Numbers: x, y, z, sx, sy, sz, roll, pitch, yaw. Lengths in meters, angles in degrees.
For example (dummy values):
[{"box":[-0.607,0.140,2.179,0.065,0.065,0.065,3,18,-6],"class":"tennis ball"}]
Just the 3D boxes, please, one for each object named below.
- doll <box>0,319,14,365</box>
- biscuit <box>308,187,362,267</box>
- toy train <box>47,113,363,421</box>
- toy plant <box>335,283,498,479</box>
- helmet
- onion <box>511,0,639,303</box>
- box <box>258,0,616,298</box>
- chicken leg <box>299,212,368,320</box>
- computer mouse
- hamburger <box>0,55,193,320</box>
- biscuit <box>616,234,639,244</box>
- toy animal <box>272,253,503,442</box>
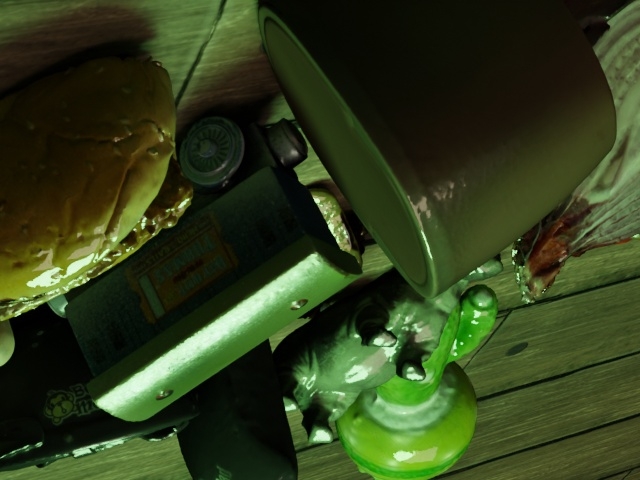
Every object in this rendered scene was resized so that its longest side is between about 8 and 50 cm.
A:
[{"box":[-0.414,0.094,1.825,0.154,0.119,0.278,-38,145,20],"class":"doll"},{"box":[0.000,0.000,2.103,0.071,0.018,0.147,-25,131,0],"class":"biscuit"},{"box":[-0.122,0.021,1.855,0.299,0.202,0.131,-34,154,15],"class":"toy train"},{"box":[0.116,0.156,2.439,0.224,0.184,0.316,-20,146,-14],"class":"toy plant"},{"box":[-0.268,0.149,2.005,0.278,0.160,0.230,-9,176,-21],"class":"helmet"},{"box":[0.253,-0.108,1.941,0.349,0.159,0.267,-47,127,-12],"class":"onion"},{"box":[0.108,-0.126,1.706,0.216,0.301,0.301,-30,157,-6],"class":"box"},{"box":[-0.003,0.050,2.233,0.106,0.051,0.253,-25,160,-20],"class":"chicken leg"},{"box":[-0.107,0.184,2.117,0.100,0.269,0.170,-5,159,-24],"class":"computer mouse"},{"box":[-0.236,-0.033,1.682,0.155,0.245,0.282,60,48,-61],"class":"hamburger"},{"box":[0.334,-0.033,2.174,0.432,0.283,0.064,-10,113,-51],"class":"biscuit"},{"box":[0.087,0.081,2.158,0.343,0.168,0.106,-42,113,6],"class":"toy animal"}]
